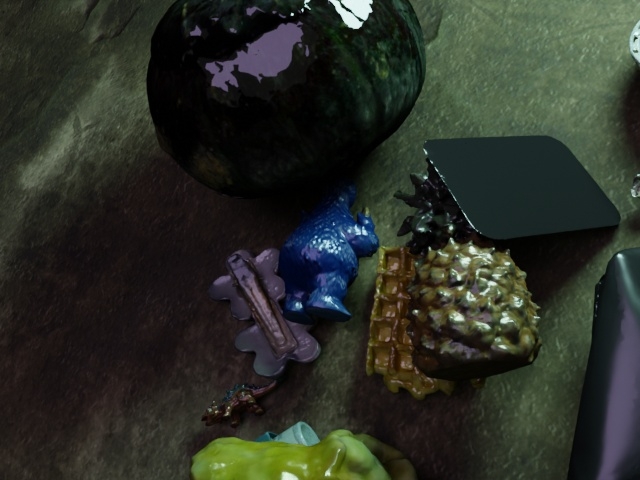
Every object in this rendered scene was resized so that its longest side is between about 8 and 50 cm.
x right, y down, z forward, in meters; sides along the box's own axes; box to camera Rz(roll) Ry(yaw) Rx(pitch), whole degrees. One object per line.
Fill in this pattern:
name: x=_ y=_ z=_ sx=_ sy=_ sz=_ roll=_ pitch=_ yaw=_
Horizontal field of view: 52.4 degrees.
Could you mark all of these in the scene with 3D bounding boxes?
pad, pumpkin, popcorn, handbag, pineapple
pad: x=0.276 y=-0.079 z=0.881 sx=0.181 sy=0.267 sz=0.004 roll=66 pitch=147 yaw=32
pumpkin: x=-0.058 y=-0.260 z=1.034 sx=0.455 sy=0.344 sz=0.454 roll=-14 pitch=28 yaw=8
popcorn: x=-0.012 y=0.402 z=0.776 sx=0.294 sy=0.292 sz=0.334 roll=-17 pitch=67 yaw=33
handbag: x=0.439 y=0.184 z=0.718 sx=0.288 sy=0.152 sz=0.342 roll=10 pitch=76 yaw=18
pineapple: x=0.178 y=0.009 z=0.851 sx=0.169 sy=0.169 sz=0.340 roll=-15 pitch=61 yaw=21

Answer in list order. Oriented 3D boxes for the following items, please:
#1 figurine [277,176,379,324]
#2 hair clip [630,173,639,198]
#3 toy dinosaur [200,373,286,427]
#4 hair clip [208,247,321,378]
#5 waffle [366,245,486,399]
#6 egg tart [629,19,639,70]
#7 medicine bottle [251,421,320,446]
figurine: x=0.005 y=0.003 z=1.002 sx=0.164 sy=0.121 sz=0.262 roll=-20 pitch=47 yaw=27
hair clip: x=0.551 y=-0.101 z=0.826 sx=0.292 sy=0.084 sz=0.106 roll=-19 pitch=63 yaw=25
toy dinosaur: x=-0.120 y=0.251 z=1.023 sx=0.154 sy=0.049 sz=0.055 roll=-30 pitch=42 yaw=-1
hair clip: x=-0.091 y=0.107 z=1.063 sx=0.146 sy=0.075 sz=0.257 roll=-29 pitch=63 yaw=-8
waffle: x=0.181 y=0.113 z=0.924 sx=0.219 sy=0.057 sz=0.229 roll=-3 pitch=65 yaw=25
egg tart: x=0.539 y=-0.280 z=0.865 sx=0.234 sy=0.094 sz=0.234 roll=-9 pitch=46 yaw=9
medicine bottle: x=-0.108 y=0.370 z=0.944 sx=0.258 sy=0.079 sz=0.124 roll=-37 pitch=53 yaw=7
